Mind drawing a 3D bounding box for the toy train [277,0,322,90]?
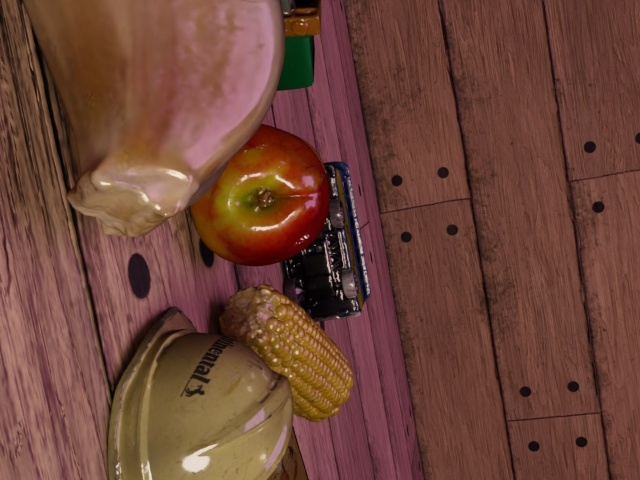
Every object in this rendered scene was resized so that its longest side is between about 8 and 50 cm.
[{"bbox_3d":[-0.076,-0.444,1.197,0.249,0.178,0.429,82,7,-51],"label":"toy train"}]

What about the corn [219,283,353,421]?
[{"bbox_3d":[-0.040,0.171,0.986,0.347,0.130,0.130,59,24,-51],"label":"corn"}]

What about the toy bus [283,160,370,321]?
[{"bbox_3d":[0.000,0.000,1.283,0.175,0.138,0.287,-37,118,-76],"label":"toy bus"}]

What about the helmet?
[{"bbox_3d":[-0.097,0.173,0.685,0.257,0.137,0.204,-79,157,-60],"label":"helmet"}]

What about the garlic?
[{"bbox_3d":[-0.176,-0.186,0.595,0.246,0.231,0.340,-31,98,-31],"label":"garlic"}]

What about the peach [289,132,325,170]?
[{"bbox_3d":[-0.064,-0.105,1.054,0.138,0.138,0.138,-9,90,-78],"label":"peach"}]

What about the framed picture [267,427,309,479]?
[{"bbox_3d":[-0.054,0.438,0.990,0.338,0.014,0.255,-74,153,-64],"label":"framed picture"}]

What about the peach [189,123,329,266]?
[{"bbox_3d":[-0.077,-0.057,0.866,0.197,0.197,0.197,-9,90,-78],"label":"peach"}]
